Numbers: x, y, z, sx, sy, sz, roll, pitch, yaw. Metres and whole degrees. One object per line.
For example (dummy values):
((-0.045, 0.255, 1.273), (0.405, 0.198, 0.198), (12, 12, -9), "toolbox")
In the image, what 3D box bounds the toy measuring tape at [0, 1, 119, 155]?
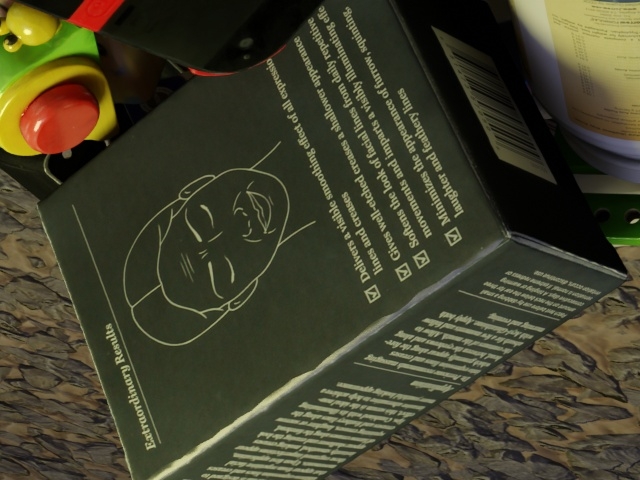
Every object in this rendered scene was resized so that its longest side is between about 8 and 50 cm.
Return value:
((-0.238, -0.098, 1.564), (0.121, 0.121, 0.330), (11, 151, 9), "toy measuring tape")

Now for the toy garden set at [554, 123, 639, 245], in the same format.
((0.310, -0.100, 1.561), (0.204, 0.244, 0.049), (2, 155, 24), "toy garden set")

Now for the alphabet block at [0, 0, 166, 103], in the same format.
((-0.240, -0.256, 1.615), (0.192, 0.193, 0.197), (2, 149, 20), "alphabet block")

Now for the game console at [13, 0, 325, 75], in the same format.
((-0.061, -0.290, 1.259), (0.342, 0.060, 0.386), (19, 125, -44), "game console")

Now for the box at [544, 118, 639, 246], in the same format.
((0.290, -0.057, 1.706), (0.275, 0.094, 0.113), (-5, 153, -10), "box")

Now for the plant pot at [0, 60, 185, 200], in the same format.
((-0.244, -0.109, 1.913), (0.167, 0.188, 0.187), (5, 153, 43), "plant pot")

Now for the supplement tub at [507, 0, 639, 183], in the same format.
((0.258, -0.208, 1.406), (0.228, 0.228, 0.316), (6, 151, 19), "supplement tub")

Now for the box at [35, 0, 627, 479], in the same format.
((0.000, 0.000, 1.510), (0.395, 0.293, 0.212), (-35, 152, 24), "box")

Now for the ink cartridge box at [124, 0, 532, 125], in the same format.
((0.014, -0.118, 1.689), (0.371, 0.069, 0.176), (-14, 140, 5), "ink cartridge box")
